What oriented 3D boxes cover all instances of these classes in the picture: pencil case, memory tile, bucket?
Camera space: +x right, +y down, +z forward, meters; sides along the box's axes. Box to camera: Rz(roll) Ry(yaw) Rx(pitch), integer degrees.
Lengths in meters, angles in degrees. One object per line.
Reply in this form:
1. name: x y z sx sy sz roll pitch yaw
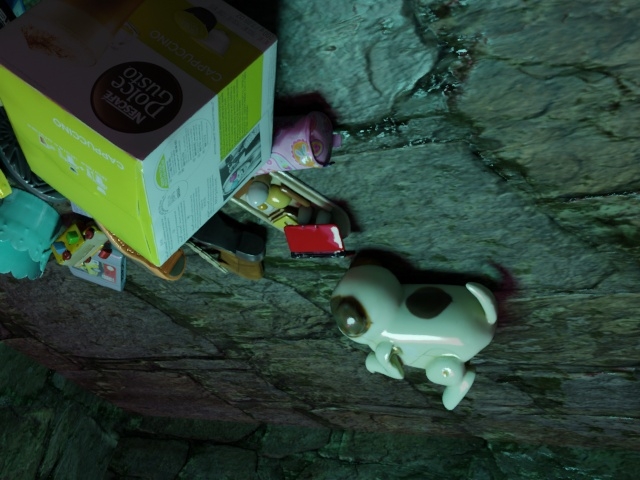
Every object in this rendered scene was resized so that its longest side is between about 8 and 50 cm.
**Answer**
1. pencil case: -0.103 -0.199 1.522 0.284 0.124 0.124 -3 144 31
2. memory tile: -0.334 0.042 2.093 0.148 0.012 0.113 29 167 46
3. bucket: -0.931 -0.025 2.202 0.281 0.183 0.281 14 150 8

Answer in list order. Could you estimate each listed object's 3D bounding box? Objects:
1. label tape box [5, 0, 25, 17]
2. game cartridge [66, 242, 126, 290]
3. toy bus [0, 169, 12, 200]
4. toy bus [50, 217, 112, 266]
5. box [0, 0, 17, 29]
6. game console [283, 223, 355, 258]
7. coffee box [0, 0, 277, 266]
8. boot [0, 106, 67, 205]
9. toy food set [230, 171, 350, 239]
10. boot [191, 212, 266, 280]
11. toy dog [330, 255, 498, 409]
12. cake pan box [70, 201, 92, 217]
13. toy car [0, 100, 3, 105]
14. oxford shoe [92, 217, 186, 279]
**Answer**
1. label tape box: -0.762 -0.483 1.409 0.348 0.115 0.249 17 151 4
2. game cartridge: -0.736 0.068 2.388 0.196 0.060 0.294 24 150 -2
3. toy bus: -0.865 -0.119 1.688 0.220 0.211 0.149 7 133 41
4. toy bus: -0.705 -0.012 2.167 0.104 0.202 0.191 55 149 20
5. box: -0.662 -0.386 1.298 0.270 0.060 0.216 15 165 5
6. game console: 0.000 0.000 1.774 0.144 0.085 0.124 -1 -177 23
7. coffee box: -0.310 -0.229 1.275 0.338 0.334 0.338 35 153 12
8. boot: -0.826 -0.173 1.878 0.367 0.146 0.445 49 140 -6
9. toy food set: -0.107 -0.064 1.776 0.306 0.092 0.220 32 147 -23
10. boot: -0.274 0.010 2.040 0.264 0.096 0.280 17 162 -2
11. toy dog: 0.220 0.212 1.882 0.408 0.284 0.395 20 150 0
12. cake pan box: -0.547 -0.128 1.936 0.246 0.070 0.267 17 150 -3
13. toy car: -0.717 -0.338 1.600 0.188 0.155 0.149 7 178 -21
14. oxford shoe: -0.510 -0.005 1.935 0.133 0.130 0.363 5 148 31
